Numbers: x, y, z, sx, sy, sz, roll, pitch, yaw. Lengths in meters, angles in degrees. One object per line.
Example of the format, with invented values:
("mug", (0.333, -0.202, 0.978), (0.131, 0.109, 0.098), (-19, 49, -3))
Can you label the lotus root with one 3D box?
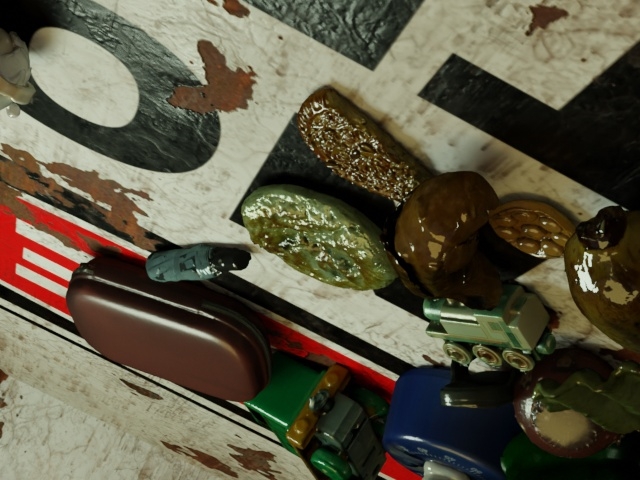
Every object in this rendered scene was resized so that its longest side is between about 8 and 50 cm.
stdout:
("lotus root", (0.335, 0.039, 1.122), (0.145, 0.128, 0.260), (-16, 144, 33))

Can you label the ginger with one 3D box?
("ginger", (0.140, 0.008, 1.255), (0.133, 0.107, 0.309), (-14, 161, 4))

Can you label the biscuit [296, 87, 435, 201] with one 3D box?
("biscuit", (0.045, -0.097, 1.245), (0.206, 0.025, 0.126), (37, 154, -27))

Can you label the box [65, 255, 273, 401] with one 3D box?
("box", (-0.272, 0.162, 1.973), (0.403, 0.108, 0.263), (17, 145, 18))

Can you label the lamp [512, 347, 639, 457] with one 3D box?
("lamp", (0.349, 0.221, 1.507), (0.156, 0.135, 0.157), (-29, 101, 26))

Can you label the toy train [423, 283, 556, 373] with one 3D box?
("toy train", (0.221, 0.111, 1.463), (0.194, 0.081, 0.125), (3, 139, 46))

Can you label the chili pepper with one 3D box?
("chili pepper", (0.407, 0.378, 1.626), (0.256, 0.248, 0.233), (-9, 120, 32))

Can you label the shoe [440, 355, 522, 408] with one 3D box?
("shoe", (0.241, 0.187, 1.575), (0.108, 0.093, 0.241), (-2, 180, 23))

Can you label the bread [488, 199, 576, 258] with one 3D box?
("bread", (0.242, -0.014, 1.231), (0.110, 0.024, 0.110), (21, 155, 10))

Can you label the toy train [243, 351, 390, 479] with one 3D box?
("toy train", (0.002, 0.363, 2.099), (0.249, 0.178, 0.429), (25, 158, 25))

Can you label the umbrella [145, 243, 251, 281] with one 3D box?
("umbrella", (-0.202, 0.038, 1.742), (0.250, 0.053, 0.052), (-3, 144, 49))

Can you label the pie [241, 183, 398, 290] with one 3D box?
("pie", (0.000, 0.000, 1.463), (0.240, 0.054, 0.240), (22, 158, 9))

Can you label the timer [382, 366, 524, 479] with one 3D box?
("timer", (0.191, 0.432, 1.779), (0.270, 0.384, 0.270), (20, 157, 9))

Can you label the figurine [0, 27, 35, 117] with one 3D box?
("figurine", (-0.434, -0.239, 1.307), (0.237, 0.141, 0.162), (40, -179, -37))

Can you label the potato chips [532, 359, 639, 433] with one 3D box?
("potato chips", (0.441, 0.140, 1.087), (0.389, 0.097, 0.373), (17, 141, -24))
